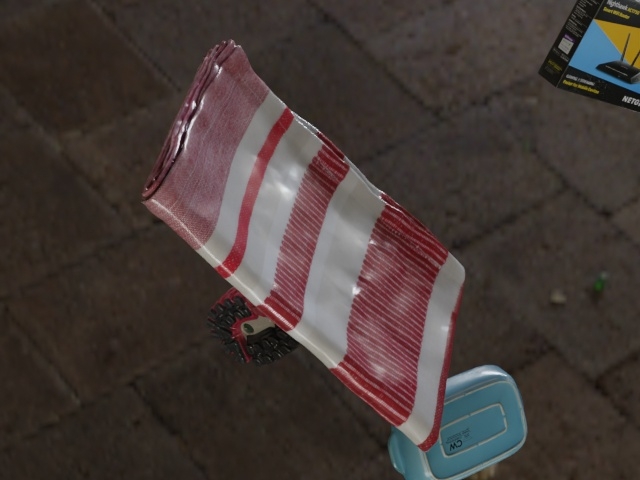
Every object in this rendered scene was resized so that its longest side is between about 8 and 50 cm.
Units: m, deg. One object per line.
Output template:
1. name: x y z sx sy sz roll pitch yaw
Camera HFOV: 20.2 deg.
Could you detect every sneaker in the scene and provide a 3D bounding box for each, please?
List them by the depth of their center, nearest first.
1. sneaker: 0.001 0.034 1.924 0.299 0.121 0.112 -20 25 41

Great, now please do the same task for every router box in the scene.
1. router box: 0.366 -0.235 2.202 0.179 0.133 0.046 10 25 -40

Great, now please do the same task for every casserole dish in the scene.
1. casserole dish: 0.162 0.211 2.023 0.188 0.114 0.037 -20 10 -28

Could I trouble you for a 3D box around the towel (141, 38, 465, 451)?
1. towel: 0.000 0.000 1.524 0.037 0.329 0.237 -35 23 32
